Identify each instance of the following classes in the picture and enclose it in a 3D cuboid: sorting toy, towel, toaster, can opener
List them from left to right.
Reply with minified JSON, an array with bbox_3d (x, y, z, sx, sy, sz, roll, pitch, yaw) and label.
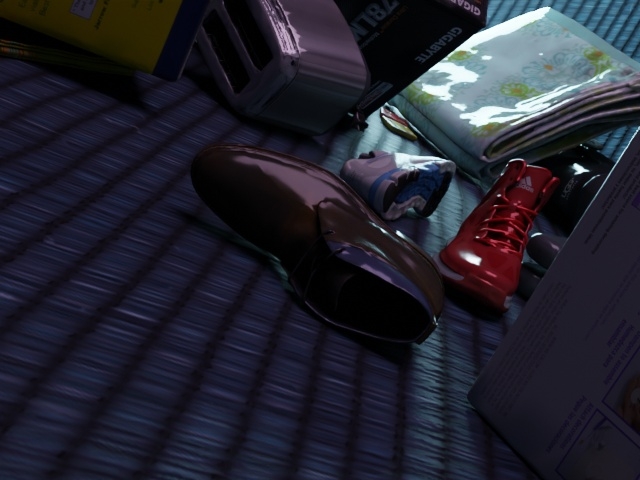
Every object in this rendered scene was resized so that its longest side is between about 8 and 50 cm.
[{"bbox_3d":[-0.277,-0.198,1.078,0.102,0.021,0.237,37,17,22],"label":"towel"},{"bbox_3d":[-0.046,-0.213,1.305,0.146,0.129,0.227,5,53,-49],"label":"toaster"},{"bbox_3d":[0.034,-0.240,1.720,0.274,0.046,0.132,29,16,-3],"label":"sorting toy"},{"bbox_3d":[0.303,-0.240,1.786,0.321,0.090,0.374,-20,33,-12],"label":"towel"},{"bbox_3d":[0.311,0.045,1.256,0.280,0.074,0.093,12,24,-46],"label":"can opener"}]

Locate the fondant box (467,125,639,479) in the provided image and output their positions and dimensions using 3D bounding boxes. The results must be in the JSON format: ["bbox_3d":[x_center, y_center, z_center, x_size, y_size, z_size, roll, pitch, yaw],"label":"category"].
[{"bbox_3d":[0.270,0.103,0.691,0.096,0.238,0.330,18,19,-40],"label":"fondant box"}]

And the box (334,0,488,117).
[{"bbox_3d":[0.015,-0.295,1.483,0.293,0.073,0.295,24,-28,-22],"label":"box"}]

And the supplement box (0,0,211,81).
[{"bbox_3d":[-0.278,-0.312,1.057,0.357,0.195,0.194,19,12,-24],"label":"supplement box"}]

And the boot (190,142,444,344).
[{"bbox_3d":[0.000,0.000,0.833,0.219,0.082,0.106,30,13,-6],"label":"boot"}]

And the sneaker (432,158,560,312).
[{"bbox_3d":[0.172,-0.017,1.103,0.087,0.128,0.221,27,14,-3],"label":"sneaker"}]

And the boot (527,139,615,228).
[{"bbox_3d":[0.444,-0.095,1.855,0.367,0.146,0.445,22,12,-30],"label":"boot"}]

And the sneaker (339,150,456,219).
[{"bbox_3d":[0.083,-0.071,1.235,0.083,0.071,0.191,30,14,23],"label":"sneaker"}]
